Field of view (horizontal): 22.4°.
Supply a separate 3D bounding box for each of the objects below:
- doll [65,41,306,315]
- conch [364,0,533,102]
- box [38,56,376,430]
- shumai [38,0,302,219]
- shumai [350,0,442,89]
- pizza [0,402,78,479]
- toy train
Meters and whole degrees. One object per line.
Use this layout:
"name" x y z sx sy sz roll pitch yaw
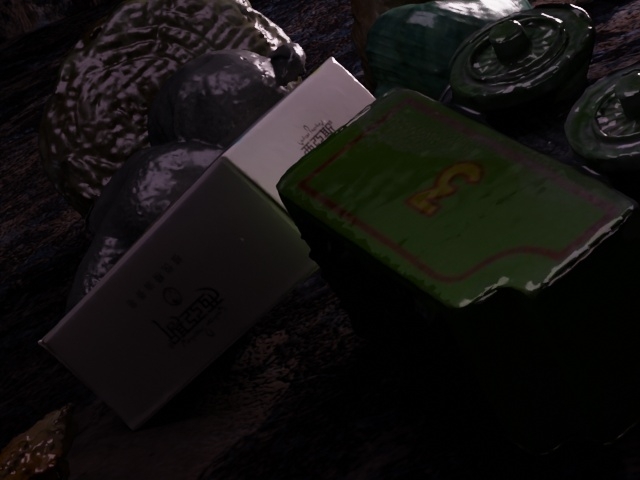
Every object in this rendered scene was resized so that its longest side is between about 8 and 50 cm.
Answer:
"doll" -0.125 -0.034 1.605 0.246 0.158 0.340 -8 57 43
"conch" 0.138 -0.190 1.722 0.202 0.134 0.196 -27 -24 13
"box" -0.072 0.003 1.310 0.274 0.116 0.203 -42 5 37
"shumai" -0.156 -0.106 1.859 0.309 0.304 0.263 -27 -17 -7
"shumai" 0.194 -0.319 1.999 0.283 0.217 0.346 3 32 12
"pizza" -0.249 0.217 1.170 0.147 0.069 0.226 -41 6 27
"toy train" 0.137 -0.013 1.045 0.249 0.173 0.307 -38 36 -13
